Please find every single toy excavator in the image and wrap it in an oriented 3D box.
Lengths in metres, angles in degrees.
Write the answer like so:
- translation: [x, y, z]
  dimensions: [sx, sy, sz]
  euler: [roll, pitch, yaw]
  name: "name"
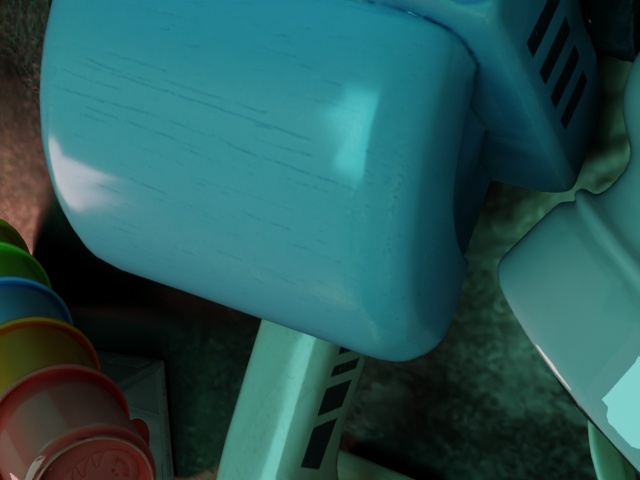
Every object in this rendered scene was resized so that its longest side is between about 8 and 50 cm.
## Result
- translation: [0.000, 0.000, 0.480]
  dimensions: [0.222, 0.433, 0.445]
  euler: [19, 84, 23]
  name: "toy excavator"

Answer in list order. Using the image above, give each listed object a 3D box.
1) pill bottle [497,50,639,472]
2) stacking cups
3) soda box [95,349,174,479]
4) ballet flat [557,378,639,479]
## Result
- translation: [0.227, -0.051, 0.339]
  dimensions: [0.334, 0.188, 0.188]
  euler: [-45, 80, 16]
  name: "pill bottle"
- translation: [-0.169, 0.064, 0.600]
  dimensions: [0.316, 0.096, 0.096]
  euler: [27, 120, 55]
  name: "stacking cups"
- translation: [-0.246, 0.126, 0.748]
  dimensions: [0.286, 0.091, 0.098]
  euler: [4, 104, 28]
  name: "soda box"
- translation: [0.208, 0.151, 0.511]
  dimensions: [0.096, 0.095, 0.280]
  euler: [-40, 73, 41]
  name: "ballet flat"
